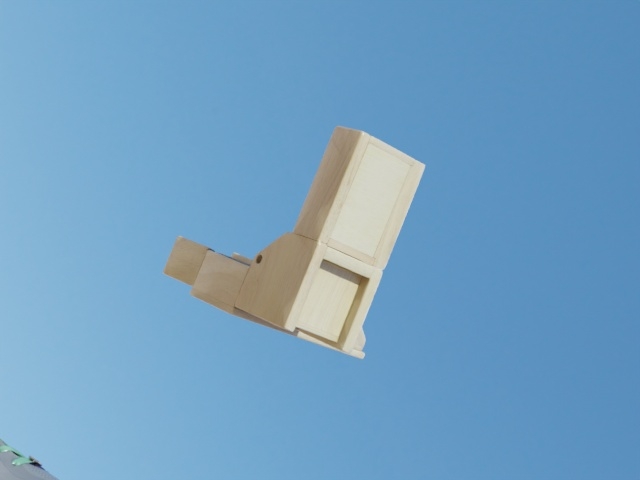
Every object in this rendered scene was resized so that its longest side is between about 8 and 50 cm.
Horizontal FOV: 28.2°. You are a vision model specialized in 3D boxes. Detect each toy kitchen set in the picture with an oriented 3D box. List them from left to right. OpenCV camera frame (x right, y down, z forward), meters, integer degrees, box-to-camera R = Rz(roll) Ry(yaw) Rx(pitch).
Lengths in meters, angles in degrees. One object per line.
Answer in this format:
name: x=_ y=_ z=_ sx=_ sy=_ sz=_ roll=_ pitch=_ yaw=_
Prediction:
toy kitchen set: x=0.000 y=0.000 z=0.483 sx=0.083 sy=0.068 sz=0.075 roll=19 pitch=-94 yaw=51

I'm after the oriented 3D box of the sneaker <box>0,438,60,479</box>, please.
sneaker: x=-0.247 y=0.149 z=0.895 sx=0.083 sy=0.223 sz=0.098 roll=87 pitch=14 yaw=-63
